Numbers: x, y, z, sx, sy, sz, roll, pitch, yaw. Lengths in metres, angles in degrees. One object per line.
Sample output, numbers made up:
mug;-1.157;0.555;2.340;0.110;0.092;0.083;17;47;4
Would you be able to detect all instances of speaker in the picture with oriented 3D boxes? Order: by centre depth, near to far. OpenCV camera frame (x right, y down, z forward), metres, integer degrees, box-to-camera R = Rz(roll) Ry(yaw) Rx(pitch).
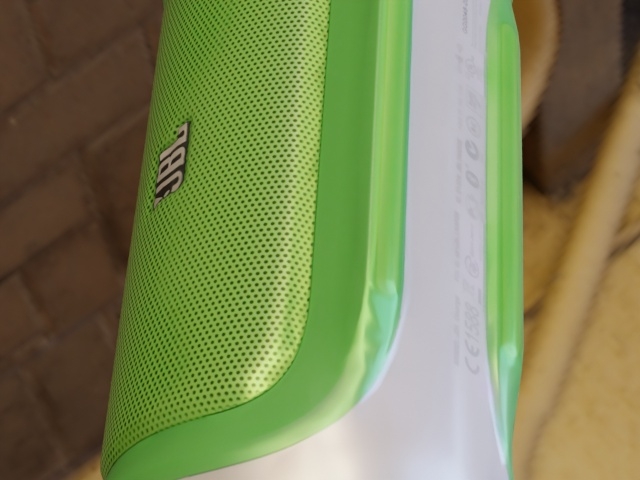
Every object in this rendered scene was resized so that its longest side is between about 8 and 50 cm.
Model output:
speaker;0.000;0.000;0.585;0.131;0.296;0.131;2;144;2
